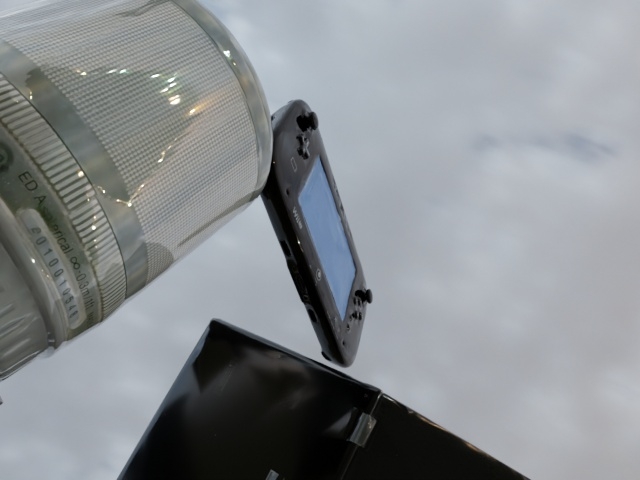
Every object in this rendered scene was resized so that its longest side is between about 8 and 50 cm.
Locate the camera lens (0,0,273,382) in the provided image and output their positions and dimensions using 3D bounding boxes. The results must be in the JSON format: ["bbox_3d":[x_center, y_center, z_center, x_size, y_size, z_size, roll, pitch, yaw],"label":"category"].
[{"bbox_3d":[-0.187,-0.060,0.408,0.219,0.274,0.219,22,-46,24],"label":"camera lens"}]

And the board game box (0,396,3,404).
[{"bbox_3d":[-0.503,0.154,0.510,0.053,0.305,0.193,-30,-91,33],"label":"board game box"}]

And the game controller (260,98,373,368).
[{"bbox_3d":[0.000,0.000,0.642,0.067,0.166,0.319,-12,-58,13],"label":"game controller"}]

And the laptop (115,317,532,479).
[{"bbox_3d":[-0.019,0.350,0.580,0.382,0.408,0.236,-61,-40,-18],"label":"laptop"}]
